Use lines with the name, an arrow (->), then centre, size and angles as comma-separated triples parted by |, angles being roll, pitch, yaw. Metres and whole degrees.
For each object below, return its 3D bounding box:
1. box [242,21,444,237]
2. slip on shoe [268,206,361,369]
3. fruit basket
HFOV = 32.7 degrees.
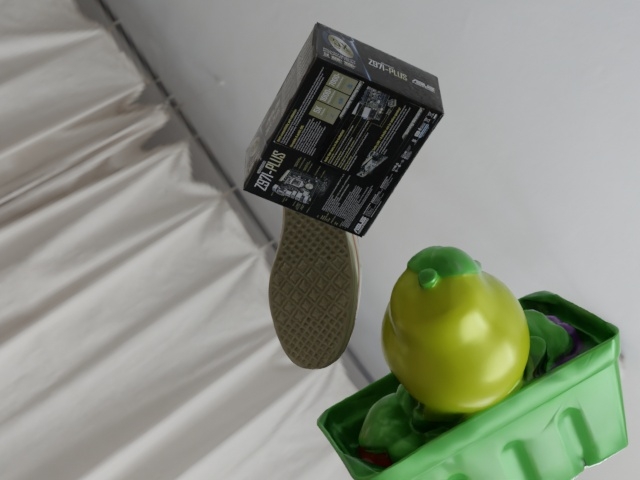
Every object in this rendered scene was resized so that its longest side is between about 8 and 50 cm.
box -> 0.021, -0.112, 1.146 | 0.147, 0.078, 0.180 | 21, -55, -16
slip on shoe -> 0.000, 0.000, 1.409 | 0.123, 0.101, 0.331 | -4, -99, 17
fruit basket -> 0.169, 0.157, 1.345 | 0.392, 0.392, 0.283 | 65, -8, -15
